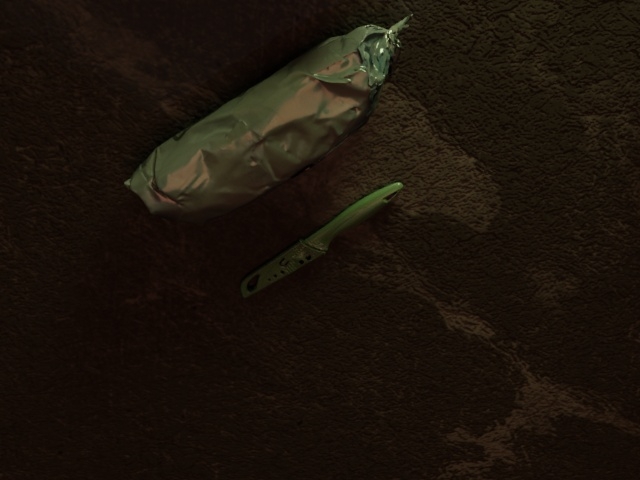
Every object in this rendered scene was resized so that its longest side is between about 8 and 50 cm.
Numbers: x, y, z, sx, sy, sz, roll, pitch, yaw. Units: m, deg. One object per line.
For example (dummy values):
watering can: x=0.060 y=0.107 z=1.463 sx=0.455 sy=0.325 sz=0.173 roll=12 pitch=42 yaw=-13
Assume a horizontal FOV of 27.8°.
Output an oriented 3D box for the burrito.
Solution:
burrito: x=-0.050 y=-0.153 z=1.706 sx=0.445 sy=0.101 sz=0.139 roll=-32 pitch=118 yaw=14

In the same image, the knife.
knife: x=0.000 y=0.001 z=1.861 sx=0.293 sy=0.020 sz=0.043 roll=-32 pitch=122 yaw=15
